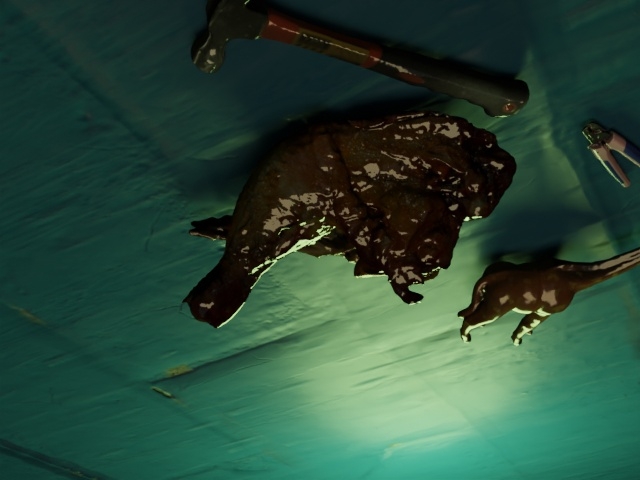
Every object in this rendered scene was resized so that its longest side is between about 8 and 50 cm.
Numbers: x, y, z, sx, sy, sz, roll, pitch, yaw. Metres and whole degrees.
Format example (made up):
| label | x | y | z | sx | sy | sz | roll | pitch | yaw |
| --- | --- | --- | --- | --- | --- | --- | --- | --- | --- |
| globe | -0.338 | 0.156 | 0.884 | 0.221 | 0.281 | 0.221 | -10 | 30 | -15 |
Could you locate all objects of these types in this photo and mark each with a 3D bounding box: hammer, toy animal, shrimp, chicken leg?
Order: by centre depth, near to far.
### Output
| label | x | y | z | sx | sy | sz | roll | pitch | yaw |
| --- | --- | --- | --- | --- | --- | --- | --- | --- | --- |
| hammer | 0.046 | -0.151 | 0.644 | 0.287 | 0.033 | 0.111 | 12 | 142 | -22 |
| chicken leg | 0.021 | -0.022 | 0.721 | 0.322 | 0.178 | 0.083 | -8 | 179 | 3 |
| shrimp | -0.002 | -0.008 | 0.781 | 0.262 | 0.117 | 0.066 | 3 | 107 | -5 |
| toy animal | 0.292 | 0.053 | 0.921 | 0.224 | 0.066 | 0.230 | 8 | 137 | -16 |

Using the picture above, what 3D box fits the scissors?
| label | x | y | z | sx | sy | sz | roll | pitch | yaw |
| --- | --- | --- | --- | --- | --- | --- | --- | --- | --- |
| scissors | 0.292 | -0.087 | 0.773 | 0.113 | 0.012 | 0.039 | 28 | 132 | -36 |
